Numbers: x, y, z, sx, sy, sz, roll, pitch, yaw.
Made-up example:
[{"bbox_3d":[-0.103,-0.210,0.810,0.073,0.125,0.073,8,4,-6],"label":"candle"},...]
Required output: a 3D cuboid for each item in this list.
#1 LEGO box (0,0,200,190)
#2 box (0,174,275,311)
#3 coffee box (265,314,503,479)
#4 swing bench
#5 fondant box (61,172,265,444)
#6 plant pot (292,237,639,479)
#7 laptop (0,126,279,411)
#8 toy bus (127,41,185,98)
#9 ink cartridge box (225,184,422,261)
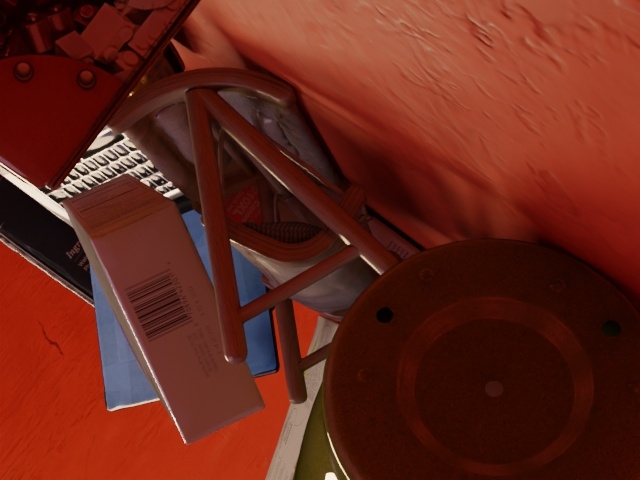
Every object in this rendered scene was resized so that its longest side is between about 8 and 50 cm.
[{"bbox_3d":[-0.272,-0.221,0.675,0.372,0.193,0.500,38,173,-17],"label":"LEGO box"},{"bbox_3d":[-0.326,-0.029,1.988,0.472,0.297,0.480,37,175,-17],"label":"box"},{"bbox_3d":[0.129,0.306,1.386,0.338,0.338,0.334,18,178,-10],"label":"coffee box"},{"bbox_3d":[-0.037,-0.013,1.040,0.254,0.165,0.253,61,-176,19],"label":"swing bench"},{"bbox_3d":[-0.185,0.061,1.281,0.238,0.096,0.330,68,168,-14],"label":"fondant box"},{"bbox_3d":[0.132,0.184,0.923,0.366,0.366,0.353,34,159,23],"label":"plant pot"},{"bbox_3d":[-0.283,0.001,1.515,0.382,0.236,0.408,-19,131,43],"label":"laptop"},{"bbox_3d":[-0.292,-0.225,1.063,0.333,0.130,0.108,36,174,6],"label":"toy bus"},{"bbox_3d":[0.000,0.000,1.293,0.237,0.100,0.172,36,175,-3],"label":"ink cartridge box"}]
